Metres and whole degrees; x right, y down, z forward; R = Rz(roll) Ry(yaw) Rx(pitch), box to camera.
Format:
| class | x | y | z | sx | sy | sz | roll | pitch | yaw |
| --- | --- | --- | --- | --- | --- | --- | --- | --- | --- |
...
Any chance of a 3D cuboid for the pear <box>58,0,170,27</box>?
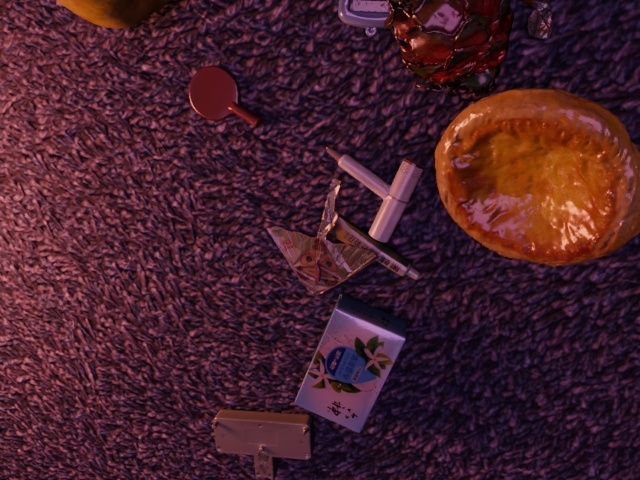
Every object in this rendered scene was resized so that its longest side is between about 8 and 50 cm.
| class | x | y | z | sx | sy | sz | roll | pitch | yaw |
| --- | --- | --- | --- | --- | --- | --- | --- | --- | --- |
| pear | -0.330 | -0.500 | 0.722 | 0.304 | 0.304 | 0.303 | 3 | 105 | 10 |

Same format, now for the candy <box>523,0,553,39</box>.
| class | x | y | z | sx | sy | sz | roll | pitch | yaw |
| --- | --- | --- | --- | --- | --- | --- | --- | --- | --- |
| candy | 0.338 | -0.406 | 0.745 | 0.053 | 0.046 | 0.181 | -2 | 102 | 10 |

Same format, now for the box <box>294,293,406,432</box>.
| class | x | y | z | sx | sy | sz | roll | pitch | yaw |
| --- | --- | --- | --- | --- | --- | --- | --- | --- | --- |
| box | 0.058 | 0.240 | 0.949 | 0.143 | 0.083 | 0.232 | 23 | 106 | 3 |

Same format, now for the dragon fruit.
| class | x | y | z | sx | sy | sz | roll | pitch | yaw |
| --- | --- | --- | --- | --- | --- | --- | --- | --- | --- |
| dragon fruit | 0.196 | -0.320 | 0.731 | 0.182 | 0.182 | 0.189 | -29 | 141 | 16 |

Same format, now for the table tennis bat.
| class | x | y | z | sx | sy | sz | roll | pitch | yaw |
| --- | --- | --- | --- | --- | --- | --- | --- | --- | --- |
| table tennis bat | -0.176 | -0.258 | 0.898 | 0.155 | 0.019 | 0.098 | 34 | 107 | 4 |

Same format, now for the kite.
| class | x | y | z | sx | sy | sz | roll | pitch | yaw |
| --- | --- | --- | --- | --- | --- | --- | --- | --- | --- |
| kite | 0.001 | -0.001 | 0.918 | 0.230 | 0.012 | 0.249 | 16 | 114 | 13 |

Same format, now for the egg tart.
| class | x | y | z | sx | sy | sz | roll | pitch | yaw |
| --- | --- | --- | --- | --- | --- | --- | --- | --- | --- |
| egg tart | 0.341 | -0.101 | 0.758 | 0.319 | 0.128 | 0.318 | 24 | 137 | 25 |

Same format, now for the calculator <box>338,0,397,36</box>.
| class | x | y | z | sx | sy | sz | roll | pitch | yaw |
| --- | --- | --- | --- | --- | --- | --- | --- | --- | --- |
| calculator | 0.094 | -0.443 | 0.787 | 0.121 | 0.039 | 0.210 | 9 | 106 | 10 |

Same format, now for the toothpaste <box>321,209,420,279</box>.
| class | x | y | z | sx | sy | sz | roll | pitch | yaw |
| --- | --- | --- | --- | --- | --- | --- | --- | --- | --- |
| toothpaste | 0.097 | 0.014 | 0.909 | 0.204 | 0.031 | 0.049 | 32 | 113 | 4 |

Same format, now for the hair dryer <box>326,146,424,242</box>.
| class | x | y | z | sx | sy | sz | roll | pitch | yaw |
| --- | --- | --- | --- | --- | --- | --- | --- | --- | --- |
| hair dryer | 0.073 | -0.102 | 0.884 | 0.183 | 0.044 | 0.154 | 26 | 107 | 9 |

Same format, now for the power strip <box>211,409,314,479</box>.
| class | x | y | z | sx | sy | sz | roll | pitch | yaw |
| --- | --- | --- | --- | --- | --- | --- | --- | --- | --- |
| power strip | -0.121 | 0.447 | 1.048 | 0.216 | 0.061 | 0.145 | -1 | 103 | 12 |
